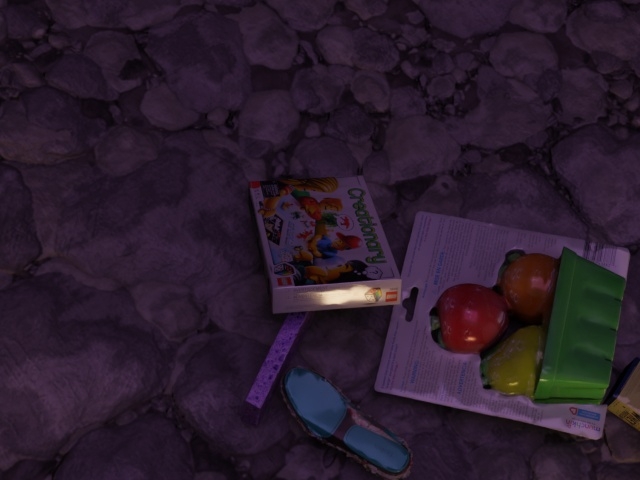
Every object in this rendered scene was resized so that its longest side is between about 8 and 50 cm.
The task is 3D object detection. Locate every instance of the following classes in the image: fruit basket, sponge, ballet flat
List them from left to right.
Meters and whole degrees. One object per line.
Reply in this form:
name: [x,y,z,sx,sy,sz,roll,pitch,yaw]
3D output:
sponge: [-0.061,0.176,1.914,0.031,0.117,0.210,26,66,6]
ballet flat: [0.033,0.284,1.898,0.241,0.077,0.091,39,71,7]
fruit basket: [0.291,0.130,1.982,0.353,0.165,0.327,8,64,14]

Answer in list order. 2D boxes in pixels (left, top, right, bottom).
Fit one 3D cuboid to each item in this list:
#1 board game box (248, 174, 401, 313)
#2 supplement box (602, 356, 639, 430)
board game box: [0.000,0.000,1.952,0.193,0.053,0.305,-4,34,-9]
supplement box: [0.507,0.246,1.985,0.083,0.056,0.083,34,67,8]
